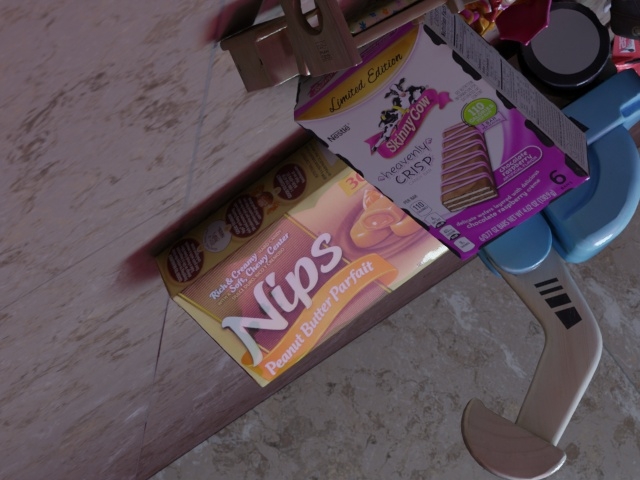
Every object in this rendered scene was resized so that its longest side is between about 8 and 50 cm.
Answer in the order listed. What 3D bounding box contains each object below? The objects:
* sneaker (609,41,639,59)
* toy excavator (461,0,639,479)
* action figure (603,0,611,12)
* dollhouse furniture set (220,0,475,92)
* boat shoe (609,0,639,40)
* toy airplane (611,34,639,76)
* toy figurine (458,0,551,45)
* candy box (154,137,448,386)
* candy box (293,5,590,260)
[{"bbox_3d":[0.502,-0.293,2.205,0.085,0.086,0.237,-8,161,-20],"label":"sneaker"},{"bbox_3d":[0.268,0.006,1.789,0.433,0.445,0.222,-35,170,-4],"label":"toy excavator"},{"bbox_3d":[0.522,-0.246,1.882,0.275,0.248,0.370,-12,-152,30],"label":"action figure"},{"bbox_3d":[0.029,-0.202,1.129,0.182,0.101,0.161,-31,-166,-30],"label":"dollhouse furniture set"},{"bbox_3d":[0.503,-0.250,1.716,0.132,0.355,0.130,-59,164,-64],"label":"boat shoe"},{"bbox_3d":[0.409,-0.247,2.102,0.151,0.151,0.028,-34,-154,-9],"label":"toy airplane"},{"bbox_3d":[0.154,-0.217,1.430,0.159,0.130,0.173,-47,149,-16],"label":"toy figurine"},{"bbox_3d":[0.000,0.000,1.634,0.316,0.087,0.183,-36,128,6],"label":"candy box"},{"bbox_3d":[0.113,-0.103,1.359,0.159,0.233,0.071,-36,-150,30],"label":"candy box"}]
